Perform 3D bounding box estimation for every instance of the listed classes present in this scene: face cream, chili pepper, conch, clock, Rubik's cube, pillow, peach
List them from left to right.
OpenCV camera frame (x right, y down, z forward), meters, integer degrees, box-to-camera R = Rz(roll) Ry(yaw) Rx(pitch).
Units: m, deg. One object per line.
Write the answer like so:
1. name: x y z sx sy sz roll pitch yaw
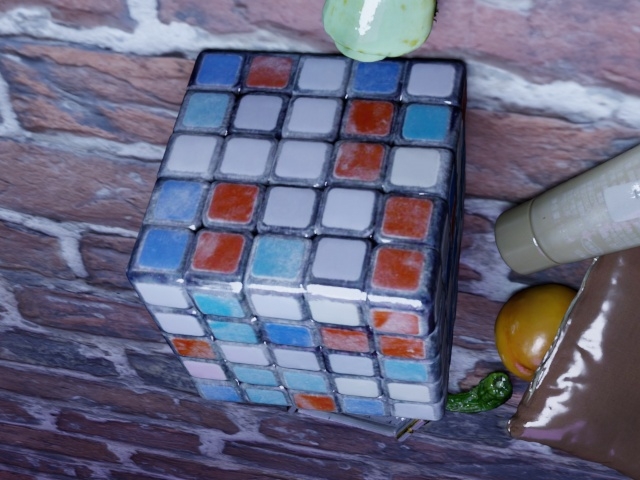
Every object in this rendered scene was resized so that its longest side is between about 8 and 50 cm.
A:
1. Rubik's cube: 0.000 0.000 0.981 0.292 0.293 0.287 6 149 13
2. clock: 0.068 0.263 1.599 0.253 0.083 0.186 16 149 -9
3. conch: 0.062 -0.221 0.809 0.106 0.079 0.170 2 145 -13
4. chili pepper: 0.262 0.257 1.559 0.073 0.050 0.182 20 152 -28
5. peach: 0.299 0.128 1.251 0.138 0.138 0.138 9 150 5
6. face cream: 0.340 -0.046 0.985 0.341 0.084 0.137 -25 96 45
7. pillow: 0.415 0.146 1.116 0.305 0.307 0.108 22 -174 -14
